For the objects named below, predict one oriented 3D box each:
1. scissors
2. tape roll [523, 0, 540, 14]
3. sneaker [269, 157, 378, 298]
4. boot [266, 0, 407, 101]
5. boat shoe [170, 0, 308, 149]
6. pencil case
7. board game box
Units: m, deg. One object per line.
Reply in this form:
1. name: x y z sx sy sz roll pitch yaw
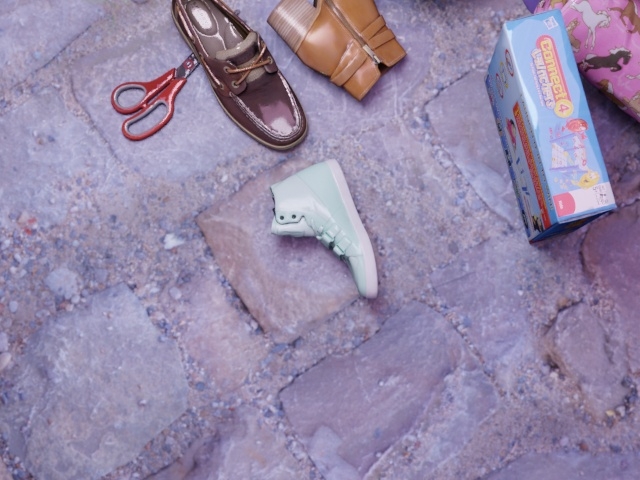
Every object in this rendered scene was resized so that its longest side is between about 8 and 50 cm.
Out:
1. scissors: -0.241 -0.292 1.635 0.297 0.021 0.109 -34 82 -3
2. tape roll: 0.443 -0.471 1.597 0.188 0.080 0.189 0 85 2
3. sneaker: 0.000 0.000 1.552 0.151 0.094 0.256 -20 73 -6
4. boot: 0.073 -0.402 1.594 0.220 0.109 0.283 41 76 -2
5. boat shoe: -0.143 -0.306 1.569 0.123 0.123 0.342 -33 89 -6
6. pencil case: 0.532 -0.295 1.494 0.386 0.160 0.167 38 121 -11
7. board game box: 0.352 -0.166 1.453 0.086 0.302 0.308 -14 84 3
